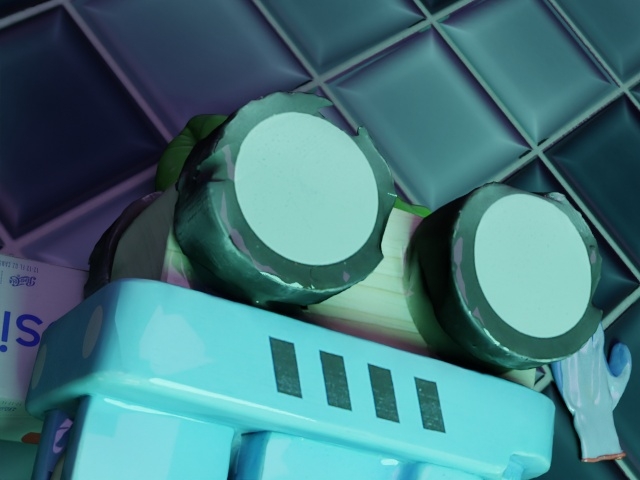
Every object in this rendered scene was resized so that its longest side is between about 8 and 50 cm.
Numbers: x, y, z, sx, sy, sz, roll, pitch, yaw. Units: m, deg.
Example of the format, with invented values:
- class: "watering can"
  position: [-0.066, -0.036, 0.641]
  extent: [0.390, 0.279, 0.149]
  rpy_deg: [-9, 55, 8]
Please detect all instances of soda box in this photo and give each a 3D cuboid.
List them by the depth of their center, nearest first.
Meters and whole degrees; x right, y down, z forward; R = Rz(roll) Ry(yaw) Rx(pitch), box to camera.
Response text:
- class: "soda box"
  position: [-0.151, 0.083, 0.743]
  extent: [0.286, 0.091, 0.098]
  rpy_deg: [12, 60, -27]

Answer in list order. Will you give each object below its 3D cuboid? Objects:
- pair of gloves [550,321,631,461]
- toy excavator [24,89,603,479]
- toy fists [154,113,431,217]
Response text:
- class: "pair of gloves"
  position: [0.194, 0.116, 0.960]
  extent: [0.198, 0.023, 0.159]
  rpy_deg: [4, 63, -25]
- class: "toy excavator"
  position: [-0.081, 0.158, 0.574]
  extent: [0.432, 0.222, 0.445]
  rpy_deg: [17, 67, -24]
- class: "toy fists"
  position: [0.000, 0.000, 0.875]
  extent: [0.279, 0.096, 0.142]
  rpy_deg: [31, 54, -9]
